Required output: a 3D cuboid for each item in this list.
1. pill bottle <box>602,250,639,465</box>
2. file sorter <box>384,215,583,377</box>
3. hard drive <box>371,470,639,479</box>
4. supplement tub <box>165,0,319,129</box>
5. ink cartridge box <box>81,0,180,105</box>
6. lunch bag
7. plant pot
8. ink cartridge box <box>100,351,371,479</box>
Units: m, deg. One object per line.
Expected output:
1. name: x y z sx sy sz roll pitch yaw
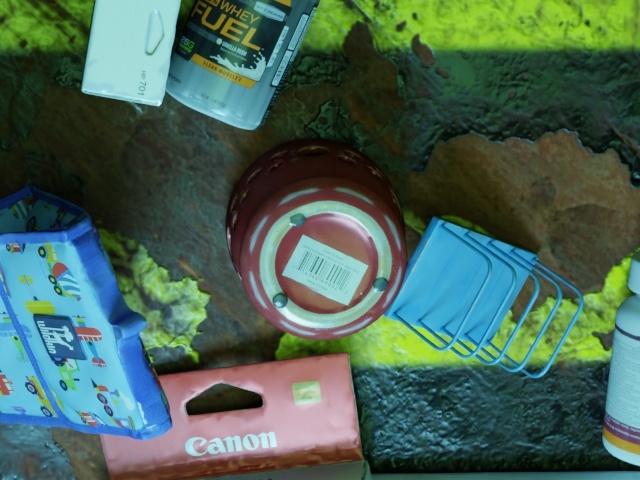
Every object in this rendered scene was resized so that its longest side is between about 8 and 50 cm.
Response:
1. pill bottle: 0.378 0.128 1.741 0.121 0.121 0.221 3 104 -6
2. file sorter: 0.176 0.067 1.678 0.170 0.104 0.118 18 105 -43
3. hard drive: 0.191 0.379 1.827 0.353 0.047 0.233 0 104 -5
4. supplement tub: -0.074 -0.218 1.614 0.117 0.117 0.190 22 101 -10
5. ink cartridge box: -0.183 -0.219 1.565 0.082 0.191 0.140 10 103 -8
6. lunch bag: -0.243 0.074 1.573 0.138 0.293 0.221 -28 108 -30
7. plant pot: 0.000 0.000 1.649 0.191 0.174 0.191 -1 103 -6
8. ink cartridge box: -0.094 0.270 1.738 0.296 0.066 0.261 -8 104 7
